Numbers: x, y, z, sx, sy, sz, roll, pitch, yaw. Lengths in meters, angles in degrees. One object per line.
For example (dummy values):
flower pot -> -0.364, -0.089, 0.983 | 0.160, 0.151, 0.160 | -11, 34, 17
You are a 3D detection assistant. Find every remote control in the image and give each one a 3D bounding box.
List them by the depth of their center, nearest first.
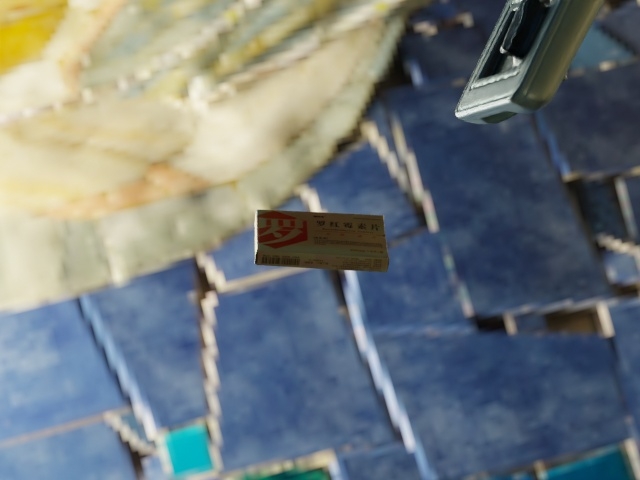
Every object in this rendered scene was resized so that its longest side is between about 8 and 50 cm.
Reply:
remote control -> 0.165, -0.193, 1.102 | 0.293, 0.051, 0.103 | -61, 12, -9

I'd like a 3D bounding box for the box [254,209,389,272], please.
box -> 0.000, 0.000, 1.394 | 0.058, 0.093, 0.015 | -93, 7, -58
